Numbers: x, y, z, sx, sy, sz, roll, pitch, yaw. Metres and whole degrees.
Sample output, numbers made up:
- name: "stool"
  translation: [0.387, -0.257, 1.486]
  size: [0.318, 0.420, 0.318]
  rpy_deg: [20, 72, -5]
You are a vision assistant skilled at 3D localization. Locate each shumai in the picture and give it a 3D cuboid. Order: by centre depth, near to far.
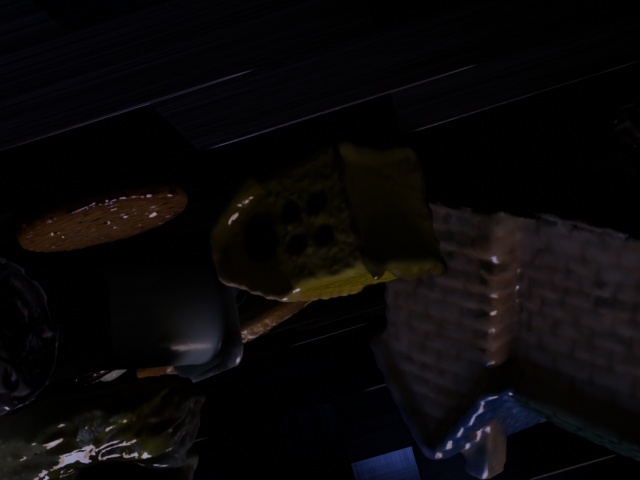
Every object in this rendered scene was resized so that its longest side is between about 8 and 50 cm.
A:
- name: "shumai"
  translation: [0.438, -0.151, 1.441]
  size: [0.175, 0.166, 0.206]
  rpy_deg: [-45, 177, 11]
- name: "shumai"
  translation: [-0.279, 0.314, 1.497]
  size: [0.309, 0.263, 0.304]
  rpy_deg: [-10, 172, -20]

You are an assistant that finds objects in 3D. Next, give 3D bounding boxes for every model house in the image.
- name: "model house"
  translation: [0.000, 0.000, 1.393]
  size: [0.234, 0.175, 0.193]
  rpy_deg: [-26, 168, 31]
- name: "model house"
  translation: [0.346, 0.124, 1.594]
  size: [0.395, 0.400, 0.445]
  rpy_deg: [-8, -165, -42]

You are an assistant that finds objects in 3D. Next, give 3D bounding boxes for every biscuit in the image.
- name: "biscuit"
  translation: [-0.232, -0.028, 1.282]
  size: [0.187, 0.027, 0.188]
  rpy_deg: [-16, 169, -3]

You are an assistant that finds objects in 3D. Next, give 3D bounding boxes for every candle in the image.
- name: "candle"
  translation: [-0.460, 0.140, 1.390]
  size: [0.330, 0.187, 0.187]
  rpy_deg: [-21, 170, 34]

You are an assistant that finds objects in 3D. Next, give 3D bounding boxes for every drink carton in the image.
- name: "drink carton"
  translation: [-0.235, 0.105, 1.608]
  size: [0.189, 0.185, 0.191]
  rpy_deg: [-6, 168, -38]

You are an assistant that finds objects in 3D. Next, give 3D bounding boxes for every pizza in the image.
- name: "pizza"
  translation: [-0.154, 0.111, 1.904]
  size: [0.323, 0.089, 0.223]
  rpy_deg: [-27, -163, -5]

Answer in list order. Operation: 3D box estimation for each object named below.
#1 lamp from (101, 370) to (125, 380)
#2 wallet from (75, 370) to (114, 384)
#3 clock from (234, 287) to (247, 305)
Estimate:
- name: "lamp"
  translation: [-0.346, 0.177, 2.116]
  size: [0.193, 0.106, 0.106]
  rpy_deg: [-27, 171, 0]
- name: "wallet"
  translation: [-0.322, 0.165, 1.960]
  size: [0.122, 0.031, 0.232]
  rpy_deg: [-27, -165, 12]
- name: "clock"
  translation: [-0.150, 0.065, 1.807]
  size: [0.085, 0.085, 0.017]
  rpy_deg: [-16, 178, -5]
